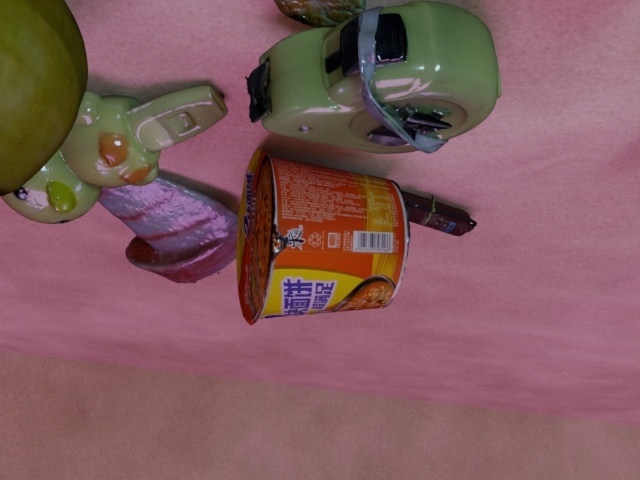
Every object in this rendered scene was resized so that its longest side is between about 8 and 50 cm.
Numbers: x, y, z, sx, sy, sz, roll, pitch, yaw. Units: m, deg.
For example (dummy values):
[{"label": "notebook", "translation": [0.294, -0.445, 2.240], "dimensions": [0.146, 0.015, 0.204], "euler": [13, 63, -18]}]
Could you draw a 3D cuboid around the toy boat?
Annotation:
[{"label": "toy boat", "translation": [-0.236, -0.045, 1.053], "dimensions": [0.206, 0.096, 0.282], "euler": [-15, 139, 30]}]

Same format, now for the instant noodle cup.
[{"label": "instant noodle cup", "translation": [0.000, 0.000, 0.926], "dimensions": [0.174, 0.213, 0.213], "euler": [3, 161, -16]}]

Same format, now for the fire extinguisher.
[{"label": "fire extinguisher", "translation": [0.156, -0.033, 1.007], "dimensions": [0.132, 0.039, 0.056], "euler": [16, 166, -24]}]

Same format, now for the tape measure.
[{"label": "tape measure", "translation": [0.066, -0.131, 0.661], "dimensions": [0.200, 0.106, 0.175], "euler": [10, 161, -36]}]

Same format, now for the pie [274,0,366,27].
[{"label": "pie", "translation": [-0.004, -0.203, 0.627], "dimensions": [0.085, 0.017, 0.085], "euler": [6, 160, 2]}]

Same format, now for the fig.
[{"label": "fig", "translation": [-0.316, -0.151, 0.569], "dimensions": [0.239, 0.240, 0.271], "euler": [-5, 142, 27]}]

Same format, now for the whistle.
[{"label": "whistle", "translation": [-0.244, -0.090, 0.829], "dimensions": [0.294, 0.141, 0.141], "euler": [-6, 156, 26]}]
